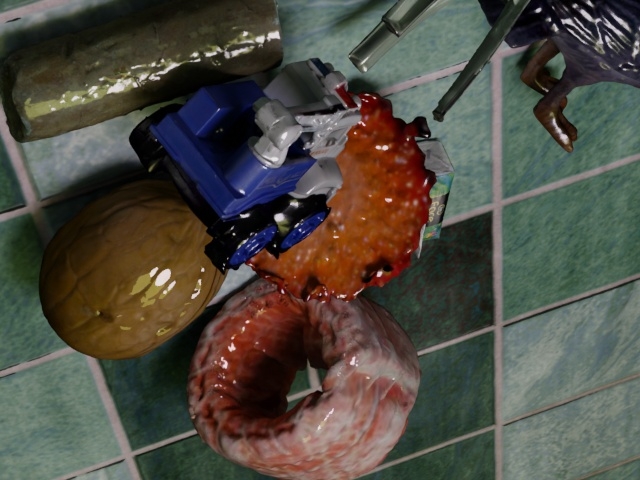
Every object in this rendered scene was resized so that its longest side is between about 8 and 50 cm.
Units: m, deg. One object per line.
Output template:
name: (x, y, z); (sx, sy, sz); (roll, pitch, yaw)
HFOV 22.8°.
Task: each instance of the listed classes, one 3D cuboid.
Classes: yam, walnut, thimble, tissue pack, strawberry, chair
yam: (-0.164, -0.161, 1.424); (0.259, 0.093, 0.093); (-18, 143, -8)
walnut: (-0.185, 0.027, 1.586); (0.207, 0.167, 0.167); (-38, 141, 14)
thimble: (-0.016, 0.157, 1.785); (0.239, 0.239, 0.162); (-36, 141, 15)
tissue pack: (0.097, -0.040, 1.723); (0.085, 0.079, 0.111); (-10, 141, -17)
strawberry: (-0.002, -0.040, 1.625); (0.234, 0.233, 0.178); (-15, 172, -13)
chair: (0.149, -0.256, 1.401); (0.275, 0.190, 0.203); (-44, 141, -5)

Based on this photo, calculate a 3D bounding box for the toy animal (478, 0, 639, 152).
toy animal: (0.284, -0.196, 1.607); (0.185, 0.122, 0.298); (-34, 136, 29)

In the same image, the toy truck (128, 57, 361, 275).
toy truck: (-0.051, -0.089, 1.435); (0.177, 0.161, 0.213); (-45, 168, 28)
